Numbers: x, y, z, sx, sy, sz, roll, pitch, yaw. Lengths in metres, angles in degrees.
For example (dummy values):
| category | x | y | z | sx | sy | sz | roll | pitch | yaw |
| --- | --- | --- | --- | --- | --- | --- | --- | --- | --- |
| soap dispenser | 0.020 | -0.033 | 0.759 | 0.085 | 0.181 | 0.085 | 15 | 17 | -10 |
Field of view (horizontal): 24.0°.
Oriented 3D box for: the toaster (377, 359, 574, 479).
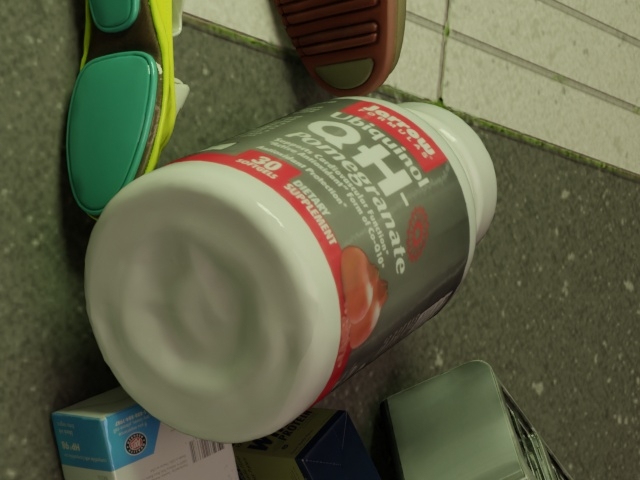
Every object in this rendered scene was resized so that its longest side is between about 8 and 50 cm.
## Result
| category | x | y | z | sx | sy | sz | roll | pitch | yaw |
| --- | --- | --- | --- | --- | --- | --- | --- | --- | --- |
| toaster | 0.133 | 0.208 | 1.165 | 0.168 | 0.110 | 0.186 | 51 | 15 | -31 |

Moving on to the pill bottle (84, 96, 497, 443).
| category | x | y | z | sx | sy | sz | roll | pitch | yaw |
| --- | --- | --- | --- | --- | --- | --- | --- | --- | --- |
| pill bottle | 0.000 | 0.000 | 1.023 | 0.318 | 0.176 | 0.176 | -30 | 111 | -56 |

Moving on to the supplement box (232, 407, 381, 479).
| category | x | y | z | sx | sy | sz | roll | pitch | yaw |
| --- | --- | --- | --- | --- | --- | --- | --- | --- | --- |
| supplement box | -0.010 | 0.169 | 1.091 | 0.056 | 0.083 | 0.083 | -44 | 119 | -37 |

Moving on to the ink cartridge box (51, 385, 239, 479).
| category | x | y | z | sx | sy | sz | roll | pitch | yaw |
| --- | --- | --- | --- | --- | --- | --- | --- | --- | --- |
| ink cartridge box | -0.107 | 0.187 | 1.008 | 0.104 | 0.060 | 0.180 | -19 | 102 | -45 |

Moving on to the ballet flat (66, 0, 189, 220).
| category | x | y | z | sx | sy | sz | roll | pitch | yaw |
| --- | --- | --- | --- | --- | --- | --- | --- | --- | --- |
| ballet flat | -0.120 | -0.126 | 0.998 | 0.077 | 0.077 | 0.231 | 4 | 84 | -59 |

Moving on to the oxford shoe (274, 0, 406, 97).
| category | x | y | z | sx | sy | sz | roll | pitch | yaw |
| --- | --- | --- | --- | --- | --- | --- | --- | --- | --- |
| oxford shoe | 0.031 | -0.283 | 1.120 | 0.130 | 0.123 | 0.348 | -12 | 99 | -51 |
